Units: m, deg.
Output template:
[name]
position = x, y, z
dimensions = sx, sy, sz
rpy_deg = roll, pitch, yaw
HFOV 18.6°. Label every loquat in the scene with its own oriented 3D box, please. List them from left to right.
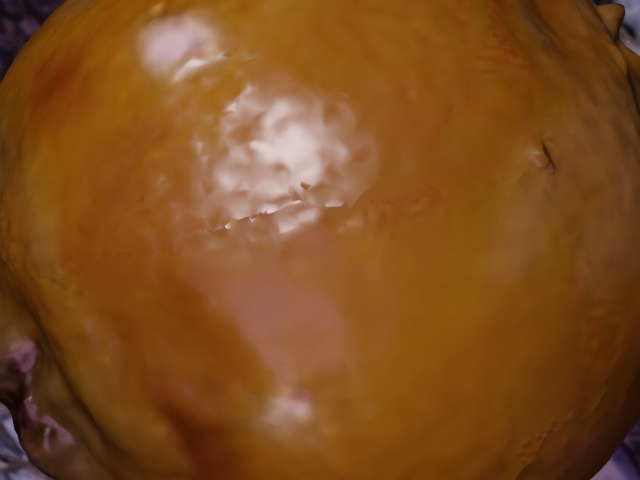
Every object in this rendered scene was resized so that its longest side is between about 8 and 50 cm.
[loquat]
position = 0.000, 0.000, 0.886
dimensions = 0.328, 0.328, 0.328
rpy_deg = 9, 126, 13
